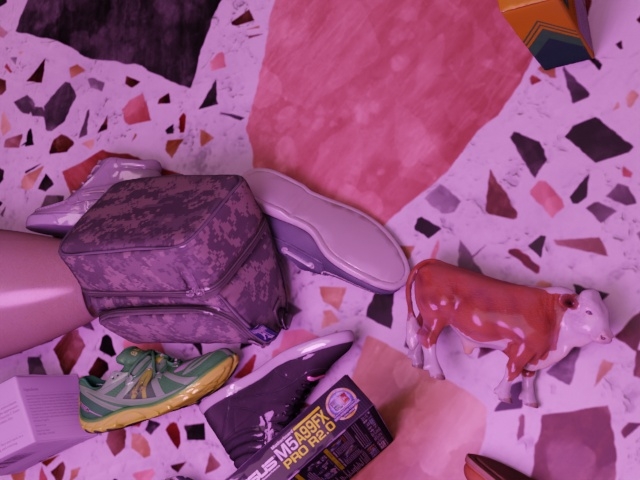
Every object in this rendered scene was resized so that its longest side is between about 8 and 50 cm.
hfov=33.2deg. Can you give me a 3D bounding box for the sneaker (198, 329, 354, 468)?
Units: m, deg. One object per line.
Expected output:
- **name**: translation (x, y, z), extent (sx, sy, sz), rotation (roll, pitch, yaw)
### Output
- **sneaker**: translation (-0.044, 0.255, 1.664), extent (0.296, 0.104, 0.147), rotation (-33, 73, 22)

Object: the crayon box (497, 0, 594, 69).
- **crayon box**: translation (0.298, -0.383, 1.487), extent (0.083, 0.323, 0.203), rotation (-11, 78, 21)

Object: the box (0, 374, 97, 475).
- **box**: translation (-0.511, 0.313, 1.807), extent (0.181, 0.182, 0.119), rotation (-27, 75, 18)

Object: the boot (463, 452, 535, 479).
- **boot**: translation (0.265, 0.459, 1.509), extent (0.283, 0.109, 0.220), rotation (39, 108, 24)

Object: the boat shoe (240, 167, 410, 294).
- **boat shoe**: translation (0.000, 0.000, 1.701), extent (0.319, 0.116, 0.099), rotation (32, 138, 17)

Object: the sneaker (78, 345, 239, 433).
- **sneaker**: translation (-0.273, 0.223, 1.725), extent (0.295, 0.109, 0.123), rotation (-20, 83, 16)

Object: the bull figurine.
- **bull figurine**: translation (0.262, 0.130, 1.547), extent (0.310, 0.101, 0.188), rotation (17, 91, 24)

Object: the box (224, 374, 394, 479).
- **box**: translation (-0.007, 0.308, 1.516), extent (0.216, 0.270, 0.060), rotation (-40, 68, -5)

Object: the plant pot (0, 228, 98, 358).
- **plant pot**: translation (-0.522, 0.088, 1.833), extent (0.274, 0.256, 0.256), rotation (-6, 79, 5)

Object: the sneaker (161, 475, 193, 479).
- **sneaker**: translation (-0.187, 0.505, 1.700), extent (0.110, 0.107, 0.275), rotation (-43, 71, 45)

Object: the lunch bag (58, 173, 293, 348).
- **lunch bag**: translation (-0.214, 0.051, 1.683), extent (0.305, 0.256, 0.212), rotation (-4, 38, 31)

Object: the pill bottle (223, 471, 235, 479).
- **pill bottle**: translation (-0.101, 0.430, 1.670), extent (0.137, 0.078, 0.078), rotation (40, 98, 23)

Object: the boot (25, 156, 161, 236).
- **boot**: translation (-0.391, -0.078, 1.874), extent (0.258, 0.095, 0.123), rotation (-4, 74, 14)

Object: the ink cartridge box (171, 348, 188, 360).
- **ink cartridge box**: translation (-0.256, 0.227, 1.794), extent (0.048, 0.028, 0.083), rotation (42, 98, 21)
